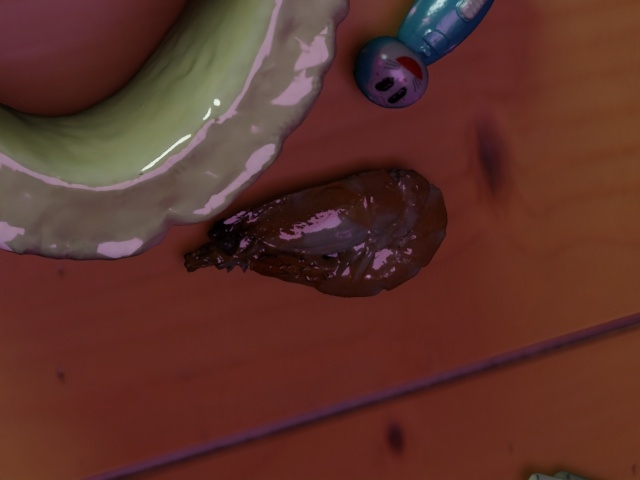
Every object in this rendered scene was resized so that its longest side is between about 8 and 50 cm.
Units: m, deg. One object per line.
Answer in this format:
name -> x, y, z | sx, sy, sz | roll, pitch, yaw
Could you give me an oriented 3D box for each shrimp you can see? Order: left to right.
shrimp -> 0.000, 0.000, 1.218 | 0.184, 0.043, 0.091 | -5, 114, -18

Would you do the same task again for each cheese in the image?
cheese -> -0.162, -0.162, 1.048 | 0.332, 0.153, 0.292 | 30, 97, -26

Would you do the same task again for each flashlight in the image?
flashlight -> 0.073, -0.141, 1.193 | 0.051, 0.051, 0.129 | 41, 87, -26

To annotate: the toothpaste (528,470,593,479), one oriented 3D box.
toothpaste -> 0.234, 0.208, 1.377 | 0.197, 0.029, 0.048 | 23, 101, -27
